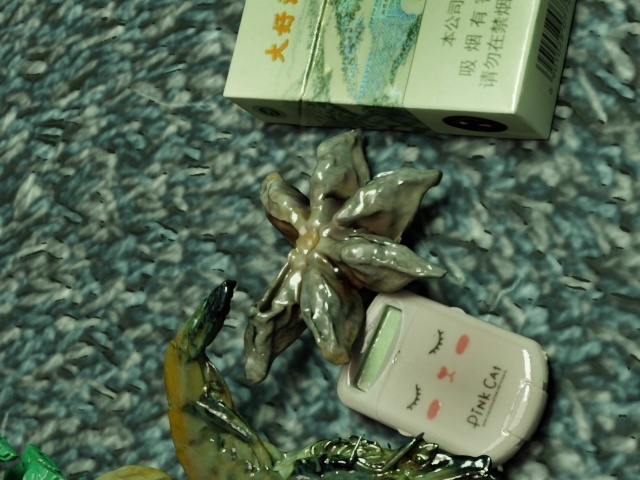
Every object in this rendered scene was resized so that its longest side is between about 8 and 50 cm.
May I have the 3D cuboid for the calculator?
[{"bbox_3d":[0.086,0.098,1.257,0.175,0.032,0.100,21,85,34],"label":"calculator"}]

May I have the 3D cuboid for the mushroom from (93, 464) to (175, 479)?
[{"bbox_3d":[-0.052,0.279,1.243,0.159,0.122,0.328,-34,53,-26],"label":"mushroom"}]

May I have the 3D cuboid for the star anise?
[{"bbox_3d":[0.014,-0.002,1.295,0.172,0.063,0.208,-17,50,29],"label":"star anise"}]

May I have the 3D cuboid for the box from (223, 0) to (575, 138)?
[{"bbox_3d":[0.063,-0.171,1.336,0.256,0.069,0.164,6,77,31],"label":"box"}]

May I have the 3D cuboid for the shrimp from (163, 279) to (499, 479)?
[{"bbox_3d":[-0.008,0.117,1.235,0.262,0.051,0.198,-5,113,32],"label":"shrimp"}]

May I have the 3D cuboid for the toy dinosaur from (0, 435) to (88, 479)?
[{"bbox_3d":[-0.269,0.221,1.394,0.259,0.094,0.153,36,90,42],"label":"toy dinosaur"}]
